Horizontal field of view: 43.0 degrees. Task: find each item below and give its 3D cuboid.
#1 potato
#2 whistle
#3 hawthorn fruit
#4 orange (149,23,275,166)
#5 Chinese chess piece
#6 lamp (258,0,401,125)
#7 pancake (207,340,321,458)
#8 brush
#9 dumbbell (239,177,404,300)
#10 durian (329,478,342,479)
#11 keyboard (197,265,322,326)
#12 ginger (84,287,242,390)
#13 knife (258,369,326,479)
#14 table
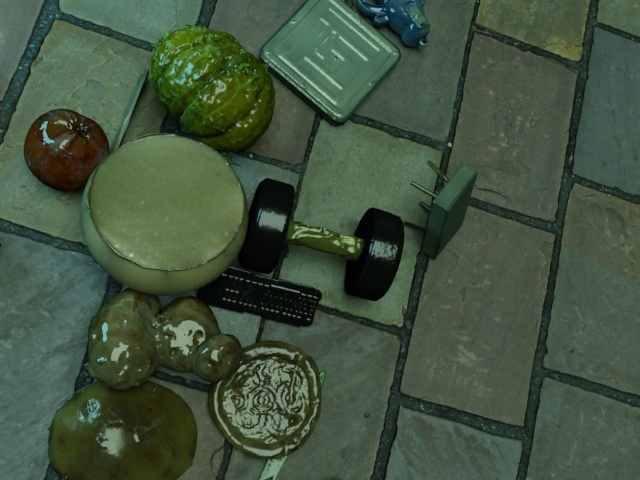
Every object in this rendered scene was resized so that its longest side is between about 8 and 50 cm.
[{"bbox_3d":[-0.389,0.383,1.617,0.299,0.116,0.239,7,70,-14],"label":"potato"},{"bbox_3d":[0.191,-0.594,2.038,0.180,0.093,0.269,-28,78,-20],"label":"whistle"},{"bbox_3d":[-0.534,-0.183,1.702,0.173,0.173,0.172,4,75,-14],"label":"hawthorn fruit"},{"bbox_3d":[-0.226,-0.333,1.755,0.223,0.300,0.301,-42,55,-1],"label":"orange"},{"bbox_3d":[-0.314,-0.055,1.659,0.338,0.140,0.338,6,63,-13],"label":"Chinese chess piece"},{"bbox_3d":[0.025,-0.447,1.971,0.269,0.047,0.266,40,71,-2],"label":"lamp"},{"bbox_3d":[-0.116,0.335,1.726,0.250,0.031,0.250,2,74,-8],"label":"pancake"},{"bbox_3d":[-0.428,-0.229,1.793,0.050,0.060,0.321,23,71,-21],"label":"brush"},{"bbox_3d":[0.000,0.000,1.765,0.322,0.204,0.203,15,72,-9],"label":"dumbbell"},{"bbox_3d":[-0.016,0.610,1.660,0.139,0.101,0.250,24,67,-45],"label":"durian"},{"bbox_3d":[-0.132,0.121,1.767,0.262,0.016,0.106,15,116,-10],"label":"keyboard"},{"bbox_3d":[-0.311,0.196,1.647,0.304,0.155,0.244,0,36,-7],"label":"ginger"},{"bbox_3d":[-0.063,0.405,1.740,0.043,0.020,0.293,30,71,-7],"label":"knife"},{"bbox_3d":[0.262,-0.079,1.845,0.111,0.240,0.121,34,68,17],"label":"table"}]
